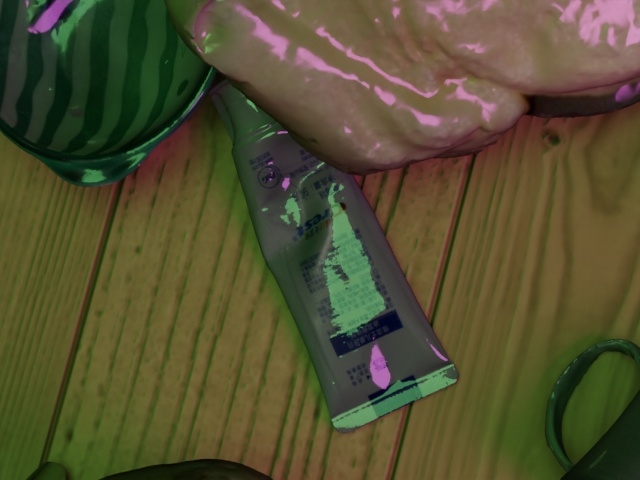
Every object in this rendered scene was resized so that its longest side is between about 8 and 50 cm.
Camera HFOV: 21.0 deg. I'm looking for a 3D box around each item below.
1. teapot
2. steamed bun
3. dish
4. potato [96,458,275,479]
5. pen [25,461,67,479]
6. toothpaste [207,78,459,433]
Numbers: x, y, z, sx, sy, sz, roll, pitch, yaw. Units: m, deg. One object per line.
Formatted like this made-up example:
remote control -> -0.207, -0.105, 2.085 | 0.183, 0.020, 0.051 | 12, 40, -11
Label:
teapot -> 0.252, 0.138, 1.131 | 0.239, 0.162, 0.149 | 22, 76, 40
steamed bun -> 0.077, -0.214, 1.157 | 0.372, 0.230, 0.325 | -23, 117, 2
dish -> -0.168, -0.143, 1.258 | 0.246, 0.078, 0.224 | 2, 81, 13
potato -> -0.113, 0.295, 1.122 | 0.243, 0.221, 0.326 | 23, 96, 22
pen -> -0.230, 0.236, 1.172 | 0.040, 0.032, 0.233 | 18, 43, 12
toothpaste -> 0.000, 0.000, 1.234 | 0.096, 0.061, 0.266 | -26, 86, 3
